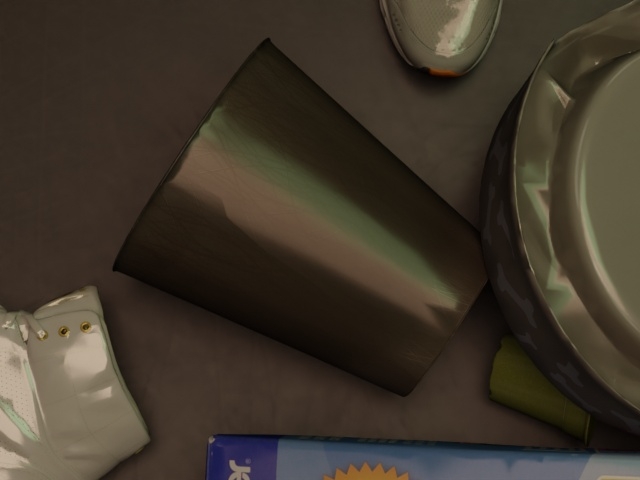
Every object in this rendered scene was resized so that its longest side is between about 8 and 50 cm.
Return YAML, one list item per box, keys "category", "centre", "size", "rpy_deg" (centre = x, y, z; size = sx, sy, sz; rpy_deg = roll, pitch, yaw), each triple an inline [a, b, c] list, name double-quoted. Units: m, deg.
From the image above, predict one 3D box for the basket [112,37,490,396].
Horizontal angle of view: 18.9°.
- category: "basket"
  centre: [0.000, 0.000, 1.379]
  size: [0.227, 0.154, 0.204]
  rpy_deg: [34, 76, 1]

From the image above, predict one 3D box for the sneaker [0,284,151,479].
- category: "sneaker"
  centre: [-0.246, 0.063, 1.395]
  size: [0.169, 0.108, 0.292]
  rpy_deg: [-36, 93, -7]

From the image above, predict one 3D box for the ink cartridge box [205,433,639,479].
- category: "ink cartridge box"
  centre: [0.054, 0.273, 1.328]
  size: [0.395, 0.151, 0.270]
  rpy_deg: [1, 82, 8]

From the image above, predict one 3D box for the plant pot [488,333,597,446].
- category: "plant pot"
  centre: [0.167, 0.101, 1.404]
  size: [0.079, 0.083, 0.083]
  rpy_deg: [13, 82, 15]

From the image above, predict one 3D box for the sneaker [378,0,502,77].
- category: "sneaker"
  centre: [0.097, -0.255, 1.426]
  size: [0.099, 0.121, 0.262]
  rpy_deg: [4, 82, 1]

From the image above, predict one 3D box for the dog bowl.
- category: "dog bowl"
  centre: [0.268, -0.013, 1.349]
  size: [0.349, 0.102, 0.348]
  rpy_deg: [6, 74, -22]
